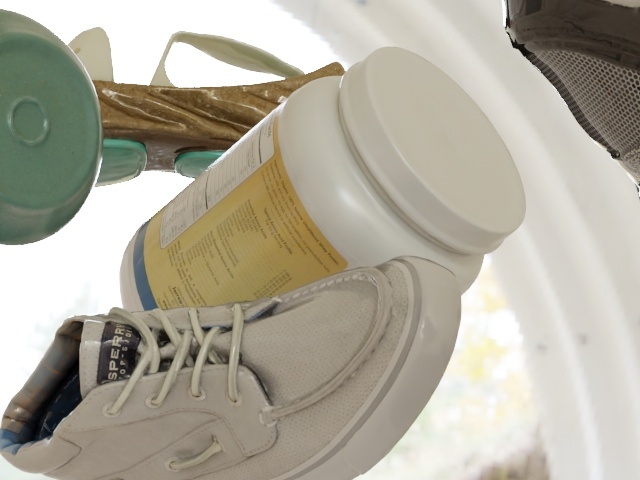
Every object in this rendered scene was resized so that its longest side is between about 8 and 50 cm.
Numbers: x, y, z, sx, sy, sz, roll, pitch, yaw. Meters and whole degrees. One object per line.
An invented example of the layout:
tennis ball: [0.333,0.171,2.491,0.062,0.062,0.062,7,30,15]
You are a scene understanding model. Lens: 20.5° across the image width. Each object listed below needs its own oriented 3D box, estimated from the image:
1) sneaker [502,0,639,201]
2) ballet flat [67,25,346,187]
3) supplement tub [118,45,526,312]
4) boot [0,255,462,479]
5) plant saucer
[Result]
sneaker: [0.131,0.032,0.529,0.268,0.153,0.101,40,-7,-10]
ballet flat: [-0.127,-0.102,1.362,0.342,0.124,0.116,-1,-17,-12]
supplement tub: [0.000,0.000,0.984,0.200,0.144,0.144,-38,-39,29]
boot: [-0.055,0.069,0.833,0.123,0.095,0.258,23,-40,-27]
plant saucer: [-0.149,-0.057,0.873,0.021,0.119,0.119,-8,-21,44]
